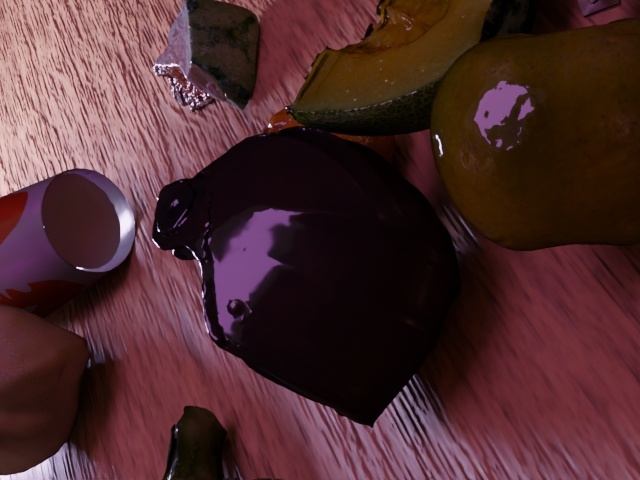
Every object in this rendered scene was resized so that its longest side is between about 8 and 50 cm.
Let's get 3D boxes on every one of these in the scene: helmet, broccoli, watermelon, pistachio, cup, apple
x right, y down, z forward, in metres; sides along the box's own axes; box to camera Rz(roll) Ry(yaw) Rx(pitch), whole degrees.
[{"bbox_3d":[0.000,0.000,1.414,0.177,0.225,0.305,-49,42,16],"label":"helmet"},{"bbox_3d":[-0.115,0.243,1.557,0.198,0.177,0.274,-45,22,48],"label":"broccoli"},{"bbox_3d":[-0.136,-0.219,1.975,0.158,0.098,0.121,2,73,66],"label":"watermelon"},{"bbox_3d":[-0.387,0.177,2.052,0.226,0.207,0.332,-30,0,-19],"label":"pistachio"},{"bbox_3d":[-0.369,0.015,2.153,0.288,0.203,0.203,-24,50,46],"label":"cup"},{"bbox_3d":[0.174,-0.072,1.188,0.196,0.196,0.157,-2,92,61],"label":"apple"}]

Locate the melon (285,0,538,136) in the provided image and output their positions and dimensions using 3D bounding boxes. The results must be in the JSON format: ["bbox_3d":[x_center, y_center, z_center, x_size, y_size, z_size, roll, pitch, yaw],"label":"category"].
[{"bbox_3d":[0.114,-0.175,1.451,0.169,0.129,0.265,16,70,44],"label":"melon"}]

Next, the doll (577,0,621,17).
[{"bbox_3d":[0.205,-0.277,1.353,0.115,0.105,0.221,-13,44,7],"label":"doll"}]

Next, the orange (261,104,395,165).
[{"bbox_3d":[0.001,-0.072,1.583,0.135,0.118,0.135,-39,45,52],"label":"orange"}]
